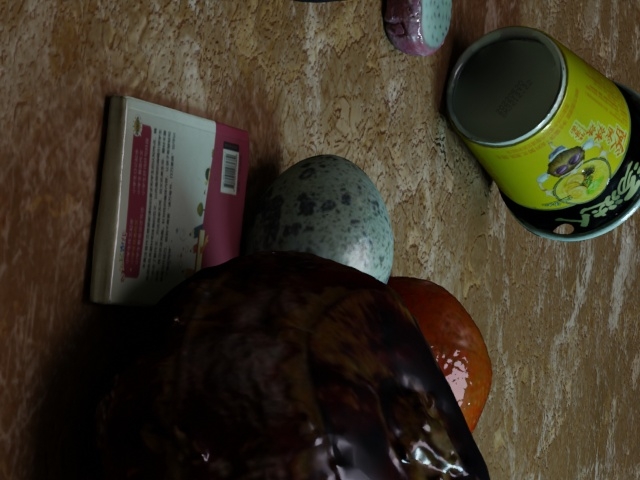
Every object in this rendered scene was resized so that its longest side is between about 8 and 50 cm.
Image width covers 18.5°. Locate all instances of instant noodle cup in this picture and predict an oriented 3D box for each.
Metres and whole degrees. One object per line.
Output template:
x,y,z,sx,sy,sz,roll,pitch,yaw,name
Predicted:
0.257,-0.135,2.246,0.236,0.216,0.215,37,62,-55,instant noodle cup

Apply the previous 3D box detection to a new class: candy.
0.101,-0.242,2.032,0.103,0.043,0.103,-24,117,-61,candy

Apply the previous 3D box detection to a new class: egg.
0.000,0.000,1.741,0.132,0.132,0.172,65,28,-50,egg

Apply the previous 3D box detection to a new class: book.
-0.118,-0.023,1.597,0.232,0.022,0.162,10,84,-67,book

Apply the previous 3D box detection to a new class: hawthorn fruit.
0.045,0.130,1.816,0.225,0.197,0.196,5,91,-53,hawthorn fruit

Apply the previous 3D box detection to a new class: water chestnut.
-0.041,0.189,1.534,0.350,0.302,0.350,28,46,-33,water chestnut

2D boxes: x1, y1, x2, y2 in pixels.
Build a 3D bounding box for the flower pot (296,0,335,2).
-0.004,-0.344,1.527,0.267,0.267,0.266,84,24,-50,flower pot
